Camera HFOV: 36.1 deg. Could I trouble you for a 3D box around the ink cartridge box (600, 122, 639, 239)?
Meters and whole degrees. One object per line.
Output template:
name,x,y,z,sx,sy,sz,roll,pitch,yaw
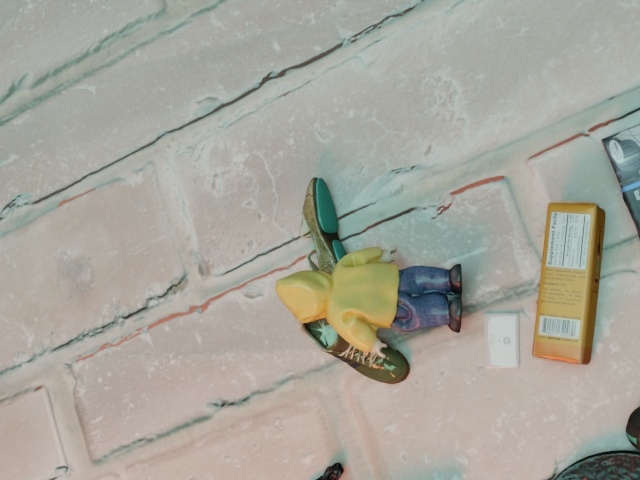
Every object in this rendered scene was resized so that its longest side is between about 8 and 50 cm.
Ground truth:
ink cartridge box,0.584,-0.129,1.382,0.332,0.065,0.165,-23,75,17

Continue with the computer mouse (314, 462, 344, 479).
computer mouse,0.041,0.455,1.537,0.106,0.042,0.193,-41,71,11

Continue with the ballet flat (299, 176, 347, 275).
ballet flat,0.000,0.000,1.595,0.067,0.073,0.206,-23,74,26

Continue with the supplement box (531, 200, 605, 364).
supplement box,0.365,0.062,1.438,0.080,0.078,0.234,7,86,25

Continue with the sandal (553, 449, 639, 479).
sandal,0.521,0.407,1.318,0.445,0.107,0.168,18,90,23

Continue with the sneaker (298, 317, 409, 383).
sneaker,0.044,0.168,1.546,0.192,0.086,0.064,30,95,22

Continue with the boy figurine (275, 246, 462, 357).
boy figurine,0.074,0.094,1.493,0.285,0.092,0.177,-1,66,6

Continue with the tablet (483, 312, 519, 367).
tablet,0.276,0.153,1.500,0.054,0.006,0.083,-2,83,21

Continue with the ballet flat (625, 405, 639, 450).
ballet flat,0.557,0.243,1.329,0.280,0.096,0.095,-21,89,18
